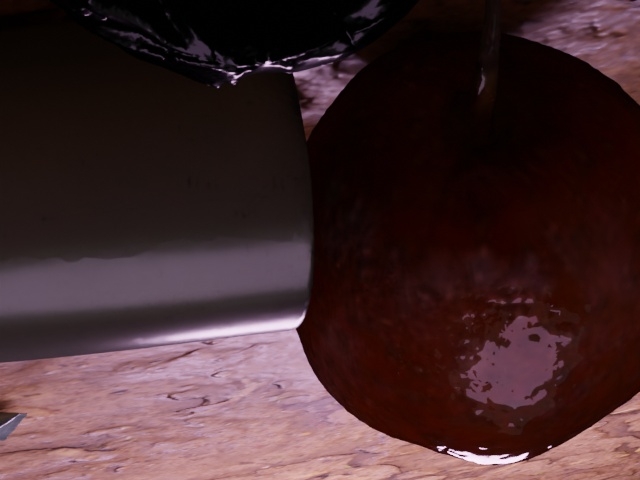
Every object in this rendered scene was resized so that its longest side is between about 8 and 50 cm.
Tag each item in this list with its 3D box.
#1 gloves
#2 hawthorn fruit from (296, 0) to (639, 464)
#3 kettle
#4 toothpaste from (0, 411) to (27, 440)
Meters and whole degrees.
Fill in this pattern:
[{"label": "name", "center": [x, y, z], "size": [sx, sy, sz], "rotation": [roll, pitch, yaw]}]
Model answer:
[{"label": "gloves", "center": [-0.041, -0.140, 0.716], "size": [0.164, 0.124, 0.203], "rotation": [-37, 138, 3]}, {"label": "hawthorn fruit", "center": [0.078, 0.003, 1.056], "size": [0.231, 0.235, 0.263], "rotation": [-15, 159, 36]}, {"label": "kettle", "center": [-0.149, -0.023, 0.955], "size": [0.255, 0.165, 0.240], "rotation": [-9, -169, -12]}, {"label": "toothpaste", "center": [-0.387, 0.175, 1.584], "size": [0.297, 0.048, 0.075], "rotation": [-7, 160, -31]}]
